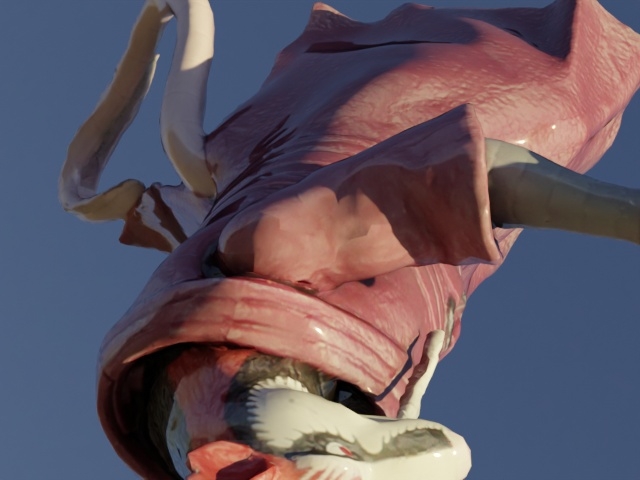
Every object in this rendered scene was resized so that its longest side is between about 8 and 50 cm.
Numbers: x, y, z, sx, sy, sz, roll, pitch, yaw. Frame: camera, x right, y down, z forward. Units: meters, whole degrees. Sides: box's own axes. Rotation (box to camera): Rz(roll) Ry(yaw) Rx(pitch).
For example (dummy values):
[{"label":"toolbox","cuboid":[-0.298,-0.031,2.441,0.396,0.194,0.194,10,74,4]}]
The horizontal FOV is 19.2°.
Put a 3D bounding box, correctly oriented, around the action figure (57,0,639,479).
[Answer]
[{"label":"action figure","cuboid":[0.000,0.000,0.674,0.275,0.370,0.248,28,-65,4]}]
